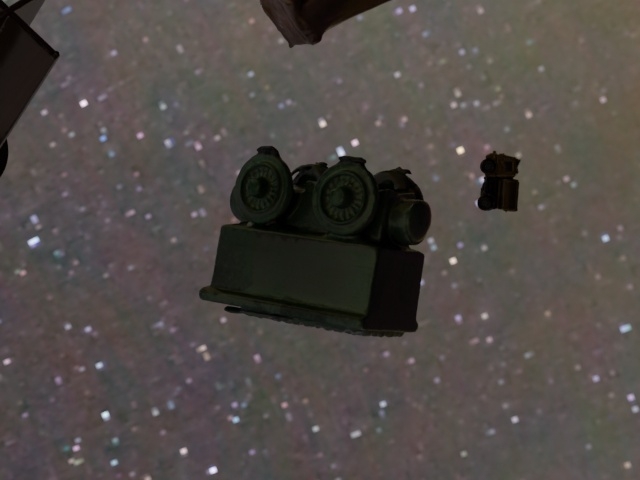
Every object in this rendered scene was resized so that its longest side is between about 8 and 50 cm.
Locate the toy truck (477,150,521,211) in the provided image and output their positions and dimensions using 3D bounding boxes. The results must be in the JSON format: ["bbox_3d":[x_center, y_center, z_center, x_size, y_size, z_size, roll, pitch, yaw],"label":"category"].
[{"bbox_3d":[0.246,-0.081,1.872,0.049,0.054,0.083,-7,-80,-78],"label":"toy truck"}]

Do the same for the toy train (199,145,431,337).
[{"bbox_3d":[0.000,0.000,1.585,0.145,0.266,0.201,9,-91,-57],"label":"toy train"}]

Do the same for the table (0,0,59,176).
[{"bbox_3d":[-0.361,-0.168,1.398,0.167,0.227,0.167,21,-132,-25],"label":"table"}]

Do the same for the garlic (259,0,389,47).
[{"bbox_3d":[0.070,-0.420,1.731,0.231,0.340,0.246,60,-159,-15],"label":"garlic"}]
